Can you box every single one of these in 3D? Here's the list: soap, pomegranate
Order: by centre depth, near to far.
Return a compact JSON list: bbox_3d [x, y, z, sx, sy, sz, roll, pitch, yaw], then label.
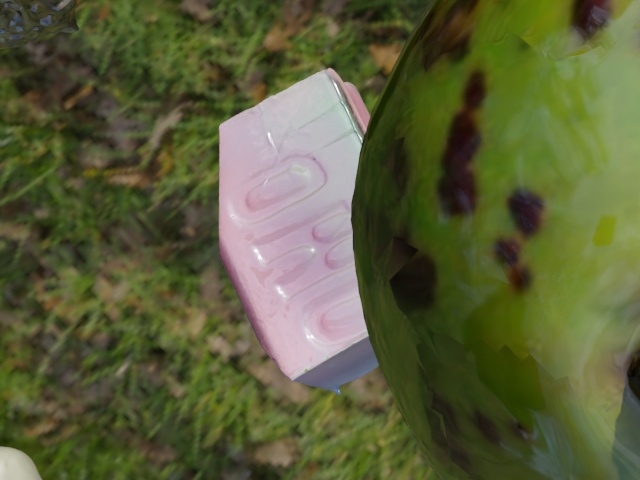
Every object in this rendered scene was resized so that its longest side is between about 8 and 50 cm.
[{"bbox_3d":[0.121,-0.008,0.420,0.211,0.263,0.211,6,107,22],"label":"pomegranate"},{"bbox_3d":[0.000,0.000,0.872,0.100,0.056,0.149,-27,79,11],"label":"soap"}]

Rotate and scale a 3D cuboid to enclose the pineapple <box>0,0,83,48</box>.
[{"bbox_3d":[-0.243,-0.312,1.165,0.175,0.175,0.361,-17,75,30],"label":"pineapple"}]

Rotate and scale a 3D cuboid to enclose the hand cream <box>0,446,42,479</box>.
[{"bbox_3d":[-0.194,0.099,0.399,0.336,0.076,0.121,-6,120,5],"label":"hand cream"}]
